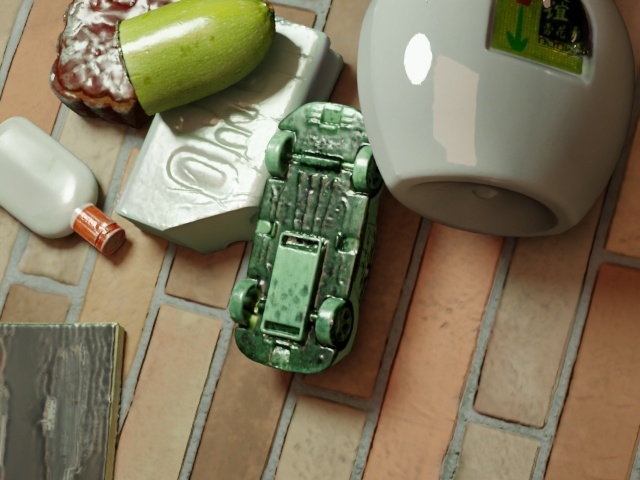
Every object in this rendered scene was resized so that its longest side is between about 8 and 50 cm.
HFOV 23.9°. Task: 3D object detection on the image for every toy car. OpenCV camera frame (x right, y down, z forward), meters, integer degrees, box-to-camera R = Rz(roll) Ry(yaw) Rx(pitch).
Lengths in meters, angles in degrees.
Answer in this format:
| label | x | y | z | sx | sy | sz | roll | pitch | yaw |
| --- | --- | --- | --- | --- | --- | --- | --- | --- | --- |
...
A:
| label | x | y | z | sx | sy | sz | roll | pitch | yaw |
| --- | --- | --- | --- | --- | --- | --- | --- | --- | --- |
| toy car | 0.000 | 0.000 | 1.724 | 0.136 | 0.125 | 0.305 | 11 | 86 | 27 |

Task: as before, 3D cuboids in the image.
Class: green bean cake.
| label | x | y | z | sx | sy | sz | roll | pitch | yaw |
| --- | --- | --- | --- | --- | --- | --- | --- | --- | --- |
| green bean cake | -0.222 | -0.257 | 1.870 | 0.199 | 0.097 | 0.232 | 16 | 81 | 18 |

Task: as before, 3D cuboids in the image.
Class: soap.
| label | x | y | z | sx | sy | sz | roll | pitch | yaw |
| --- | --- | --- | --- | --- | --- | --- | --- | --- | --- |
| soap | -0.109 | -0.128 | 1.808 | 0.173 | 0.095 | 0.289 | 21 | 83 | 20 |

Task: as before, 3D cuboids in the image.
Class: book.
| label | x | y | z | sx | sy | sz | roll | pitch | yaw |
| --- | --- | --- | --- | --- | --- | --- | --- | --- | --- |
| book | -0.425 | 0.228 | 1.843 | 0.374 | 0.028 | 0.262 | 0 | 78 | 15 |

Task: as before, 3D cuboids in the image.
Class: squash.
| label | x | y | z | sx | sy | sz | roll | pitch | yaw |
| --- | --- | --- | --- | --- | --- | --- | --- | --- | --- |
| squash | -0.137 | -0.228 | 1.731 | 0.187 | 0.123 | 0.123 | -20 | 72 | 9 |

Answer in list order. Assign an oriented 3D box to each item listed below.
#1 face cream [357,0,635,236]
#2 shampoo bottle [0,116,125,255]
| label | x | y | z | sx | sy | sz | roll | pitch | yaw |
| --- | --- | --- | --- | --- | --- | --- | --- | --- | --- |
| face cream | 0.196 | -0.198 | 1.658 | 0.313 | 0.219 | 0.357 | 14 | 68 | -15 |
| shampoo bottle | -0.333 | -0.060 | 1.875 | 0.221 | 0.051 | 0.108 | 37 | 86 | 21 |
